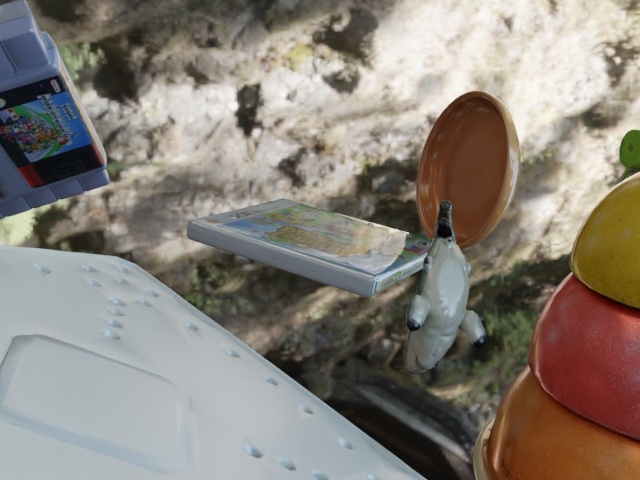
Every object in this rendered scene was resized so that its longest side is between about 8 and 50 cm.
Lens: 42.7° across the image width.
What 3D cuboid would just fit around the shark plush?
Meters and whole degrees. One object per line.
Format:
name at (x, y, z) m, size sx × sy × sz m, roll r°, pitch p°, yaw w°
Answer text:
shark plush at (0.098, 0.037, 0.744) m, size 0.067 × 0.073 × 0.161 m, roll 129°, pitch -39°, yaw -64°

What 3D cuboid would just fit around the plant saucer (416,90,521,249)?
plant saucer at (0.186, -0.084, 1.019) m, size 0.200 × 0.037 × 0.200 m, roll -172°, pitch -90°, yaw -67°

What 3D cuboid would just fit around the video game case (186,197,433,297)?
video game case at (0.000, 0.000, 0.869) m, size 0.193 × 0.212 × 0.023 m, roll -20°, pitch 123°, yaw -60°

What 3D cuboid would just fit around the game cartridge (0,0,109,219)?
game cartridge at (-0.389, -0.123, 0.957) m, size 0.355 × 0.230 × 0.068 m, roll 93°, pitch -20°, yaw -68°

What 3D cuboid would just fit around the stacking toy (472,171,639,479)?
stacking toy at (0.332, 0.055, 0.728) m, size 0.350 × 0.350 × 0.480 m, roll -128°, pitch -143°, yaw -64°

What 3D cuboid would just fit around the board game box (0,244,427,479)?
board game box at (-0.134, 0.108, 0.464) m, size 0.390 × 0.390 × 0.050 m, roll 32°, pitch -78°, yaw 29°

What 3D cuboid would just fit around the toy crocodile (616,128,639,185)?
toy crocodile at (0.582, -0.170, 1.299) m, size 0.340 × 0.115 × 0.105 m, roll 115°, pitch -22°, yaw -47°
